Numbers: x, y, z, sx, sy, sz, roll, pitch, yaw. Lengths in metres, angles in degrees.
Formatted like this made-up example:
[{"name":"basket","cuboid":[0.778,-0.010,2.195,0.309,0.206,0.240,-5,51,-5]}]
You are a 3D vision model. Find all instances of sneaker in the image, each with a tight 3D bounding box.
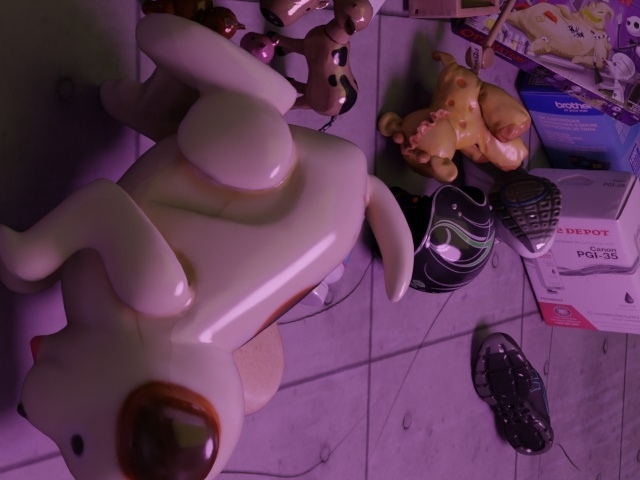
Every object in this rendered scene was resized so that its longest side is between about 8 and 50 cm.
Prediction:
[{"name":"sneaker","cuboid":[0.290,-0.045,2.018,0.297,0.111,0.129,-106,-167,-61]},{"name":"sneaker","cuboid":[0.324,0.245,2.257,0.106,0.101,0.267,-78,152,-50]}]

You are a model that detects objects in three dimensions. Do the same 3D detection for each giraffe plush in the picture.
[{"name":"giraffe plush","cuboid":[0.184,-0.157,1.921,0.170,0.181,0.210,-45,135,-22]}]

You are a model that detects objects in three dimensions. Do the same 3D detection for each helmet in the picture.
[{"name":"helmet","cuboid":[0.170,-0.008,1.908,0.161,0.169,0.169,20,78,-39]}]

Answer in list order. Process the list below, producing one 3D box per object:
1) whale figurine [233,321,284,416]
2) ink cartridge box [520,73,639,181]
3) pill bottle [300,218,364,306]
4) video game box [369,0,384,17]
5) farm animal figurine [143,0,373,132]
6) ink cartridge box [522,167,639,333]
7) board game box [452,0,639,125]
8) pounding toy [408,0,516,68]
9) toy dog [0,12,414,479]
[{"name":"whale figurine","cuboid":[-0.136,0.078,1.529,0.216,0.141,0.272,36,42,-51]},{"name":"ink cartridge box","cuboid":[0.488,-0.273,2.335,0.395,0.151,0.270,53,52,-46]},{"name":"pill bottle","cuboid":[0.000,0.000,1.724,0.087,0.087,0.160,46,58,-48]},{"name":"video game box","cuboid":[0.055,-0.424,1.775,0.187,0.048,0.205,-54,136,-33]},{"name":"farm animal figurine","cuboid":[-0.033,-0.305,1.551,0.330,0.172,0.326,26,73,-54]},{"name":"ink cartridge box","cuboid":[0.462,0.020,2.298,0.117,0.207,0.283,-58,138,-35]},{"name":"board game box","cuboid":[0.389,-0.346,2.110,0.347,0.056,0.208,24,67,-17]},{"name":"pounding toy","cuboid":[0.207,-0.356,1.963,0.181,0.094,0.206,-17,110,-52]},{"name":"toy dog","cuboid":[-0.138,0.056,1.309,0.395,0.284,0.408,29,72,-21]}]
